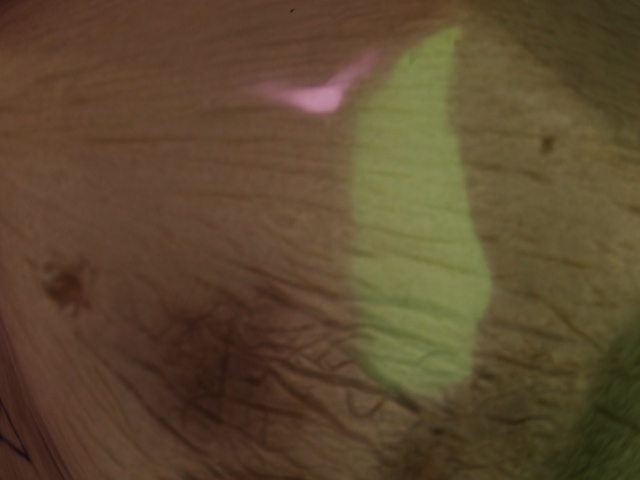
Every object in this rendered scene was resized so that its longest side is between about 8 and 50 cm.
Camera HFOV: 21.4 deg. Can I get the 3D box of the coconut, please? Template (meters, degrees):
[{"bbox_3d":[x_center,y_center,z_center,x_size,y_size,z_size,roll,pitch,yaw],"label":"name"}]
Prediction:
[{"bbox_3d":[0.000,0.000,0.415,0.224,0.224,0.224,-4,100,-21],"label":"coconut"}]
